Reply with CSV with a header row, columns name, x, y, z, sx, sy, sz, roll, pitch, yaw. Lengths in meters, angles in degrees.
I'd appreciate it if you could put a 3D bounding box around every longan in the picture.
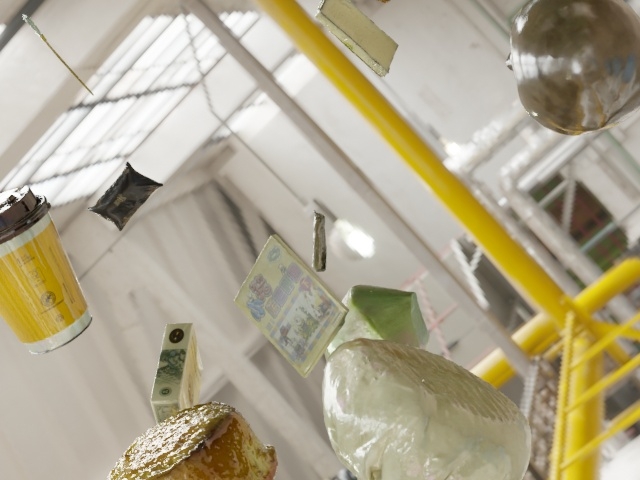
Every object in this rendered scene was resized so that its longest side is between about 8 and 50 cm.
name,x,y,z,sx,sy,sz,roll,pitch,yaw
longan,0.494,-0.349,2.097,0.297,0.297,0.297,41,-161,-18

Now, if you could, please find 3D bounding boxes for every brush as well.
name,x,y,z,sx,sy,sz,roll,pitch,yaw
brush,-0.518,-0.365,2.176,0.205,0.011,0.083,51,174,-26

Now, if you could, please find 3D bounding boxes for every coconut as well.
name,x,y,z,sx,sy,sz,roll,pitch,yaw
coconut,0.117,0.189,2.180,0.204,0.236,0.236,36,-161,-4

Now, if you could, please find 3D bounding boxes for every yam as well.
name,x,y,z,sx,sy,sz,roll,pitch,yaw
yam,0.000,0.000,2.118,0.027,0.129,0.033,-24,-140,-35

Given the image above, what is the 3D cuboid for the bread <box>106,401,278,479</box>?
name,x,y,z,sx,sy,sz,roll,pitch,yaw
bread,-0.268,0.475,2.225,0.358,0.337,0.204,-46,-62,-60

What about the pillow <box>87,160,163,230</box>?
name,x,y,z,sx,sy,sz,roll,pitch,yaw
pillow,-0.415,-0.091,2.314,0.090,0.150,0.048,27,-155,-43

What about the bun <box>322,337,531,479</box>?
name,x,y,z,sx,sy,sz,roll,pitch,yaw
bun,0.155,0.302,1.722,0.365,0.219,0.365,27,-171,-4

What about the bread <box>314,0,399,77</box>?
name,x,y,z,sx,sy,sz,roll,pitch,yaw
bread,0.056,-0.325,1.705,0.154,0.028,0.068,38,-127,-22

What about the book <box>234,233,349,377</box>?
name,x,y,z,sx,sy,sz,roll,pitch,yaw
book,-0.051,0.111,1.845,0.192,0.168,0.013,45,-145,20

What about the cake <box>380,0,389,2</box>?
name,x,y,z,sx,sy,sz,roll,pitch,yaw
cake,0.006,-0.531,1.754,0.293,0.196,0.198,8,-137,-24

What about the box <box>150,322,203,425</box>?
name,x,y,z,sx,sy,sz,roll,pitch,yaw
box,-0.331,0.337,2.548,0.256,0.069,0.164,-87,-8,-52

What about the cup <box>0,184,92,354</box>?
name,x,y,z,sx,sy,sz,roll,pitch,yaw
cup,-0.527,0.053,1.945,0.196,0.196,0.279,-88,-24,-65
